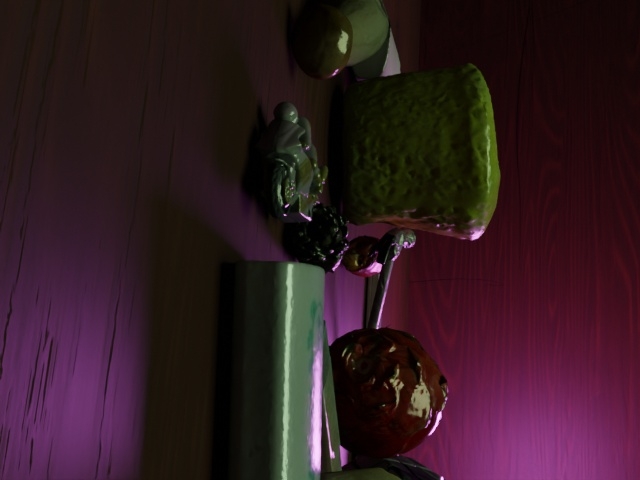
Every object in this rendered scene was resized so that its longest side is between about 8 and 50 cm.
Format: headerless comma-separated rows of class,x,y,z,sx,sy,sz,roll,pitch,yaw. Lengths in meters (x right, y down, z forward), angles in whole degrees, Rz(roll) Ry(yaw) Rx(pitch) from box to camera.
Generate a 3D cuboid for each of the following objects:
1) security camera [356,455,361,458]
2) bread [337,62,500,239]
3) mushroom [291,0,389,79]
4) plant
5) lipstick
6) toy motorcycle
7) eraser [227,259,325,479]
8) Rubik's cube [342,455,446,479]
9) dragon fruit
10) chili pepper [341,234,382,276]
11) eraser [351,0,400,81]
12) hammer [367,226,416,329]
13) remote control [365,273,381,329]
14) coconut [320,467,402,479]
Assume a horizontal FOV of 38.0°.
security camera,0.111,0.439,2.134,0.157,0.080,0.301,-71,150,-54
bread,0.190,-0.165,1.830,0.348,0.307,0.348,-4,90,-84
mushroom,0.037,-0.341,1.489,0.350,0.128,0.128,-56,146,-65
plant,0.000,0.000,1.391,0.143,0.094,0.092,77,28,-70
lipstick,-0.018,0.277,1.349,0.076,0.079,0.371,-76,164,-53
toy motorcycle,-0.039,-0.100,1.206,0.225,0.073,0.152,3,85,-79
eraser,-0.051,0.172,1.087,0.189,0.104,0.290,20,71,-74
Rubik's cube,0.121,0.525,1.620,0.264,0.319,0.319,-20,113,-52
dragon fruit,0.098,0.259,1.595,0.252,0.241,0.241,135,-42,-78
chili pepper,0.099,0.034,1.960,0.192,0.086,0.084,22,63,-76
eraser,0.120,-0.401,2.020,0.270,0.094,0.174,27,65,-78
hammer,0.114,0.179,1.932,0.152,0.044,0.427,-20,124,-60
remote control,0.133,0.211,2.332,0.103,0.034,0.250,60,32,-71
coconut,0.039,0.406,1.211,0.197,0.237,0.237,63,29,-61
